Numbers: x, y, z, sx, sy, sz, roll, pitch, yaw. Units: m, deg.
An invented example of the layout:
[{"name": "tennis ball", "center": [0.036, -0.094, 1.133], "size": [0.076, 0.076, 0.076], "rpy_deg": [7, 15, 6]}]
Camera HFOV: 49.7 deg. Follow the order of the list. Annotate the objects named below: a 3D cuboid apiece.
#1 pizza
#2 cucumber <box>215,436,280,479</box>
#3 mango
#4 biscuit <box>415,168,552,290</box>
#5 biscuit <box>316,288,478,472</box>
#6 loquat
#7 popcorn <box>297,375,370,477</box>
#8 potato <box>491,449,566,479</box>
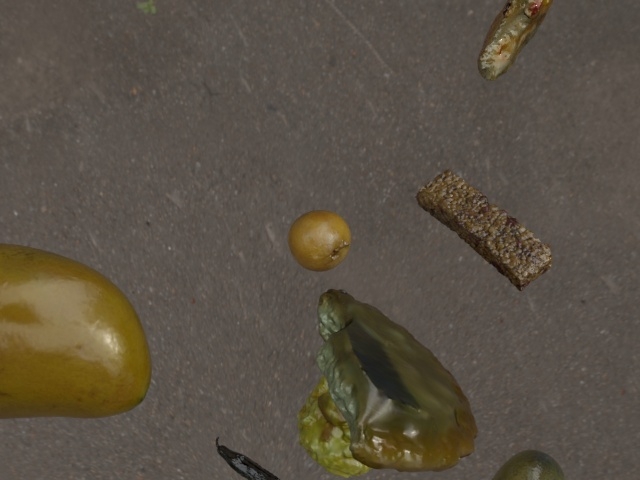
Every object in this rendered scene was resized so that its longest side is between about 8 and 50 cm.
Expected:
[{"name": "pizza", "center": [0.353, -0.412, 1.142], "size": [0.071, 0.297, 0.189], "rpy_deg": [25, 32, 2]}, {"name": "cucumber", "center": [-0.153, 0.443, 1.371], "size": [0.163, 0.039, 0.043], "rpy_deg": [26, 36, 20]}, {"name": "mango", "center": [-0.350, 0.113, 0.808], "size": [0.317, 0.173, 0.212], "rpy_deg": [11, 101, 1]}, {"name": "biscuit", "center": [0.204, -0.019, 0.875], "size": [0.064, 0.034, 0.199], "rpy_deg": [-31, 52, -17]}, {"name": "biscuit", "center": [0.090, 0.191, 1.021], "size": [0.335, 0.329, 0.078], "rpy_deg": [49, 114, 29]}, {"name": "loquat", "center": [0.000, 0.000, 1.472], "size": [0.141, 0.141, 0.141], "rpy_deg": [2, 68, -4]}, {"name": "popcorn", "center": [0.071, 0.367, 1.482], "size": [0.205, 0.237, 0.252], "rpy_deg": [31, 104, 12]}, {"name": "potato", "center": [0.391, 0.522, 1.348], "size": [0.251, 0.159, 0.175], "rpy_deg": [-35, 110, -51]}]
